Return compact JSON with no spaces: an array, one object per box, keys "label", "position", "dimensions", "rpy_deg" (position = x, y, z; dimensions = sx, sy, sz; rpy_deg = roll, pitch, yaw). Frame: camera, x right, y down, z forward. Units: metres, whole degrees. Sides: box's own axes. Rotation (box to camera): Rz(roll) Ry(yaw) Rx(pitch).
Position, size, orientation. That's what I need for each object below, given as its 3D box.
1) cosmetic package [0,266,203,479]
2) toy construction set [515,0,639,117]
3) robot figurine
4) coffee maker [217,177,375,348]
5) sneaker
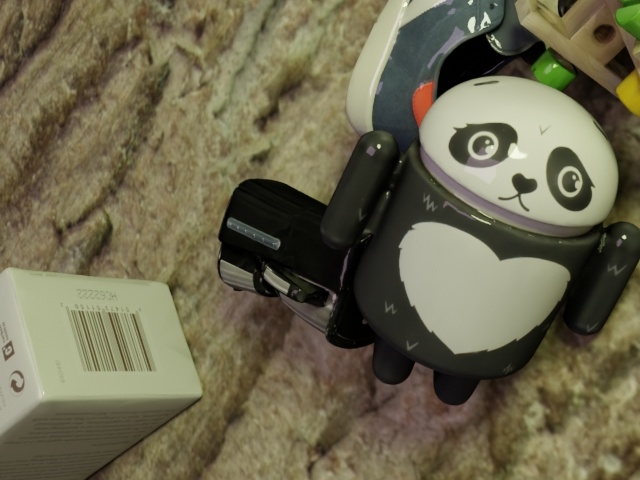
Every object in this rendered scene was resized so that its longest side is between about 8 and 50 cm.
[{"label":"cosmetic package","position":[-0.382,0.218,1.218],"dimensions":[0.453,0.230,0.161],"rpy_deg":[-37,62,29]},{"label":"toy construction set","position":[0.226,-0.176,0.733],"dimensions":[0.237,0.309,0.257],"rpy_deg":[-38,54,35]},{"label":"robot figurine","position":[0.129,0.003,0.836],"dimensions":[0.173,0.209,0.278],"rpy_deg":[49,129,39]},{"label":"coffee maker","position":[0.000,0.000,1.017],"dimensions":[0.178,0.120,0.171],"rpy_deg":[26,78,37]},{"label":"sneaker","position":[0.148,-0.237,0.912],"dimensions":[0.148,0.131,0.350],"rpy_deg":[24,106,32]}]
